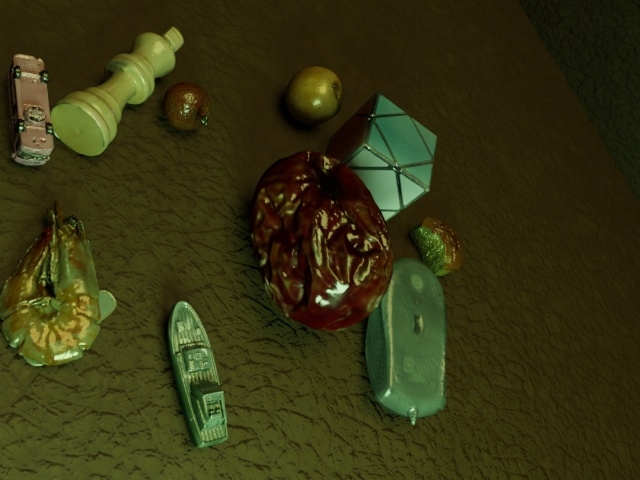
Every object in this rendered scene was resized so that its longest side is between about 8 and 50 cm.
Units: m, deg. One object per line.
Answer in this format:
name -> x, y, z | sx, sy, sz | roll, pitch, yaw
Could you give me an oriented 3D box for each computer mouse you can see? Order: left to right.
computer mouse -> 0.186, 0.223, 1.449 | 0.188, 0.122, 0.371 | 16, 62, -27

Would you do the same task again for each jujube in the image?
jujube -> 0.002, 0.001, 1.342 | 0.276, 0.276, 0.377 | 3, 59, -37

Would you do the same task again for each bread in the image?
bread -> 0.312, 0.011, 1.702 | 0.125, 0.086, 0.156 | -20, 78, -45

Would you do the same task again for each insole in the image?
insole -> -0.416, 0.145, 1.094 | 0.064, 0.004, 0.188 | 49, 45, -5

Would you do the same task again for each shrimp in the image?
shrimp -> -0.445, 0.062, 1.083 | 0.154, 0.062, 0.294 | 3, 60, -24

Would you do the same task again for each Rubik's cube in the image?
Rubik's cube -> 0.141, -0.194, 1.608 | 0.205, 0.207, 0.205 | 33, 47, -20

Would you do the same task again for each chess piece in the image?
chess piece -> -0.392, -0.333, 1.336 | 0.117, 0.117, 0.397 | 38, 45, -15

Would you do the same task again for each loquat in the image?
loquat -> -0.017, -0.361, 1.628 | 0.137, 0.163, 0.163 | 34, 44, -46

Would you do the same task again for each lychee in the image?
lychee -> -0.281, -0.282, 1.386 | 0.101, 0.114, 0.140 | -14, 52, -13

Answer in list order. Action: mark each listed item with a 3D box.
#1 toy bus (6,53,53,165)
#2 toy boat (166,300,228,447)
toy bus -> -0.526, -0.234, 1.178 | 0.063, 0.090, 0.203 | 2, 62, -37
toy boat -> -0.217, 0.227, 1.145 | 0.078, 0.085, 0.261 | -2, 66, -39
